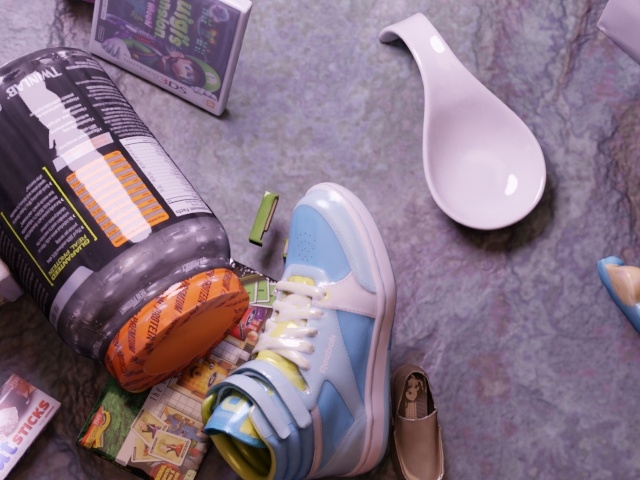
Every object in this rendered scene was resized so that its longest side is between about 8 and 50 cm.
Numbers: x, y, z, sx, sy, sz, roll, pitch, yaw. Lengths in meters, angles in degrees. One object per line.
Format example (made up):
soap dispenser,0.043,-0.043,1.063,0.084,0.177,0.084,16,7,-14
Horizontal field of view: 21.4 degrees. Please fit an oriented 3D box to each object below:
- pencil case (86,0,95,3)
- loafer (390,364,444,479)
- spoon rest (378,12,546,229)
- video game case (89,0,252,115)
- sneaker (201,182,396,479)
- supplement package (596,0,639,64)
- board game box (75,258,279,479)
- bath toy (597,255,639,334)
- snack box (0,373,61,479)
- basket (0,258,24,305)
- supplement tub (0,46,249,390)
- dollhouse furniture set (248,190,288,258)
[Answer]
pencil case,-0.280,-0.411,1.945,0.124,0.124,0.284,-17,76,-7
loafer,0.102,0.205,1.843,0.056,0.050,0.148,-9,76,-5
spoon rest,0.153,-0.139,1.916,0.137,0.084,0.276,-27,78,-9
video game case,-0.170,-0.235,1.873,0.173,0.190,0.022,27,55,4
sneaker,-0.031,0.108,1.739,0.208,0.127,0.319,-12,101,-42
supplement package,0.467,-0.235,1.892,0.262,0.204,0.145,44,80,8
board game box,-0.149,0.137,1.861,0.136,0.030,0.260,25,76,6
bath toy,0.488,-0.004,1.882,0.348,0.151,0.129,-26,37,-8
snack box,-0.351,0.225,1.800,0.064,0.022,0.178,32,55,4
basket,-0.414,0.013,1.836,0.103,0.113,0.167,-37,80,-9
supplement tub,-0.235,-0.022,1.787,0.207,0.207,0.338,-34,72,-10
dollhouse furniture set,0.000,0.000,1.875,0.151,0.076,0.059,20,84,2
